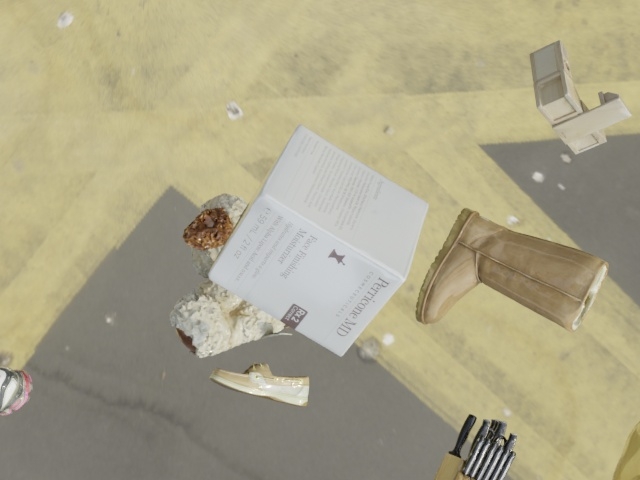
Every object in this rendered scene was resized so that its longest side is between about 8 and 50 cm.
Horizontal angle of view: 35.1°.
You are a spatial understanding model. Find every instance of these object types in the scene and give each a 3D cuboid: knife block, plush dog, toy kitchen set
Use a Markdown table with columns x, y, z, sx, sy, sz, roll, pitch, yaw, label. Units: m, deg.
| x | y | z | sx | sy | sz | roll | pitch | yaw | label |
| --- | --- | --- | --- | --- | --- | --- | --- | --- | --- |
| 0.271 | 0.470 | 1.952 | 0.088 | 0.242 | 0.276 | 29 | 126 | -9 | knife block |
| -0.129 | 0.038 | 1.565 | 0.210 | 0.262 | 0.225 | -14 | 95 | 3 | plush dog |
| 0.254 | -0.143 | 0.974 | 0.068 | 0.075 | 0.083 | -23 | 138 | 29 | toy kitchen set |

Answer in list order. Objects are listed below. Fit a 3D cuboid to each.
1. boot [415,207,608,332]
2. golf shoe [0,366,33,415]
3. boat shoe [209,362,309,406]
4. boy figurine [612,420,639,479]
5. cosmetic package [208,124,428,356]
| x | y | z | sx | sy | sz | roll | pitch | yaw | label |
| --- | --- | --- | --- | --- | --- | --- | --- | --- | --- |
| 0.322 | 0.088 | 1.747 | 0.269 | 0.089 | 0.236 | 27 | 96 | 26 | boot |
| -0.478 | 0.231 | 1.357 | 0.186 | 0.067 | 0.086 | -42 | 150 | 12 | golf shoe |
| -0.078 | 0.183 | 1.327 | 0.135 | 0.050 | 0.045 | 17 | 80 | -20 | boat shoe |
| 0.261 | 0.148 | 0.442 | 0.092 | 0.285 | 0.177 | -43 | 140 | -28 | boy figurine |
| 0.000 | 0.000 | 1.156 | 0.183 | 0.151 | 0.151 | 31 | 129 | -5 | cosmetic package |
